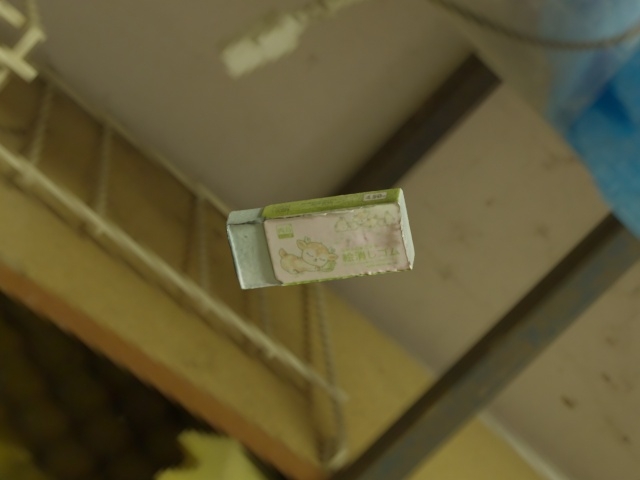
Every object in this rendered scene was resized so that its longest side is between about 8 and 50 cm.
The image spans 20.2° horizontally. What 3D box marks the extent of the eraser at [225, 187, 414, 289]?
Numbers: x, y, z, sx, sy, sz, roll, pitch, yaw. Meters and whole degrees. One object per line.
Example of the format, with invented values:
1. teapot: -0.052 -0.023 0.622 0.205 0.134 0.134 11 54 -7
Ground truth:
1. eraser: 0.000 0.000 0.840 0.019 0.083 0.038 -76 157 -60
